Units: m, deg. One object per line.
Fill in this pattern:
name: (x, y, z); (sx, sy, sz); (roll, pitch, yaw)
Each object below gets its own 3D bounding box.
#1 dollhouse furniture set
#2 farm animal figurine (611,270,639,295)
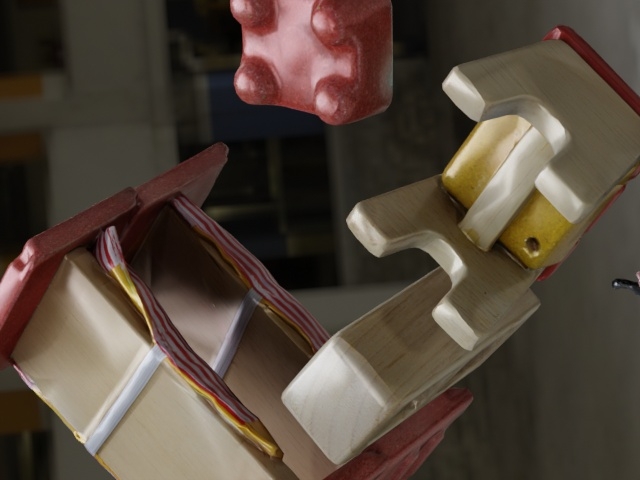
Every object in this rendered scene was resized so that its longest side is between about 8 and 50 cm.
dollhouse furniture set: (0.000, 0.000, 0.918); (0.201, 0.152, 0.374); (47, 133, 12)
farm animal figurine: (0.341, 0.032, 0.966); (0.330, 0.327, 0.172); (-114, 4, -74)
